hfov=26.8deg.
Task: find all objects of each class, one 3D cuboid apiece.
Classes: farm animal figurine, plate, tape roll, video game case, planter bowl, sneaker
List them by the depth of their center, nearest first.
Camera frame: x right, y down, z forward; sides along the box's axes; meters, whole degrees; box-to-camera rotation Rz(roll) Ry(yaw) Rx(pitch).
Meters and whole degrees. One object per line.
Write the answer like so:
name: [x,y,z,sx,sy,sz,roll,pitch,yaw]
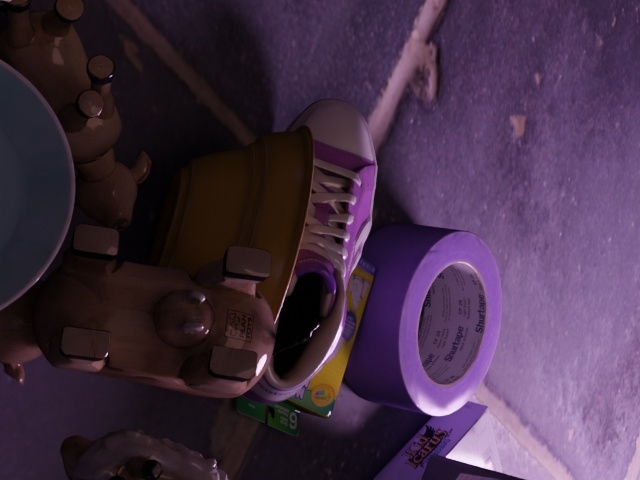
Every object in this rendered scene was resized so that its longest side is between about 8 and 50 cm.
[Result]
plate: [-0.245,-0.033,0.815,0.188,0.024,0.188,4,75,-14]
farm animal figurine: [-0.167,0.024,0.925,0.327,0.172,0.330,26,71,-7]
planter bowl: [-0.083,0.000,1.067,0.090,0.217,0.217,16,82,-14]
sneaker: [0.001,0.001,1.133,0.102,0.161,0.282,15,77,-10]
tape roll: [0.102,0.078,1.361,0.189,0.080,0.189,-13,107,-49]
video game case: [0.119,0.348,1.447,0.244,0.061,0.269,-41,127,-40]

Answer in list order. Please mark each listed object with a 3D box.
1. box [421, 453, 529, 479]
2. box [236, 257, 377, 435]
box: [0.158,0.360,1.316,0.142,0.163,0.247,44,63,-47]
box: [-0.014,0.088,1.247,0.105,0.043,0.179,32,73,-49]
